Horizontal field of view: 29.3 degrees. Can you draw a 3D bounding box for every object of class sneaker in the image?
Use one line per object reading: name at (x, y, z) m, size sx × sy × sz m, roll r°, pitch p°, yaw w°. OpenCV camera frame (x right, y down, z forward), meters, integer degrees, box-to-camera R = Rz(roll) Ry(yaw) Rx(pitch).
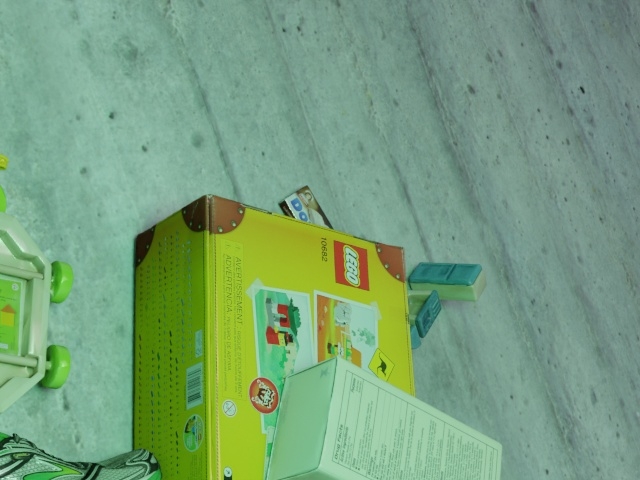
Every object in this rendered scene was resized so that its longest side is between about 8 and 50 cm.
sneaker at (-0.341, 0.290, 1.471) m, size 0.343 × 0.134 × 0.146 m, roll -3°, pitch 72°, yaw -43°

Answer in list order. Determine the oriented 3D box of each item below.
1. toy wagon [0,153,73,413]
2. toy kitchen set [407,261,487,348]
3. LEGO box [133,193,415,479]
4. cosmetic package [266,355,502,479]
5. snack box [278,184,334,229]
toy wagon at (-0.443, 0.047, 1.541) m, size 0.267 × 0.068 × 0.345 m, roll 17°, pitch 59°, yaw -37°
toy kitchen set at (0.168, 0.066, 2.014) m, size 0.207 × 0.122 × 0.166 m, roll -53°, pitch 135°, yaw -43°
LEGO box at (-0.058, 0.227, 1.716) m, size 0.372 × 0.193 × 0.500 m, roll 16°, pitch 61°, yaw -37°
cosmetic package at (0.091, 0.292, 1.605) m, size 0.309 × 0.113 × 0.160 m, roll 31°, pitch 53°, yaw -28°
snack box at (0.000, 0.000, 2.004) m, size 0.064 × 0.022 × 0.178 m, roll -35°, pitch 96°, yaw -45°
